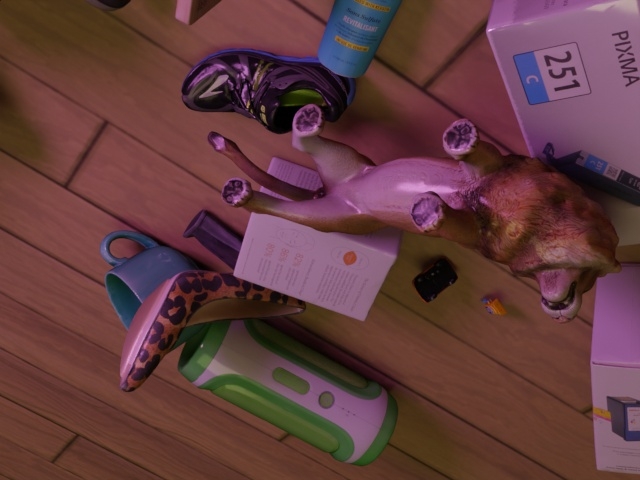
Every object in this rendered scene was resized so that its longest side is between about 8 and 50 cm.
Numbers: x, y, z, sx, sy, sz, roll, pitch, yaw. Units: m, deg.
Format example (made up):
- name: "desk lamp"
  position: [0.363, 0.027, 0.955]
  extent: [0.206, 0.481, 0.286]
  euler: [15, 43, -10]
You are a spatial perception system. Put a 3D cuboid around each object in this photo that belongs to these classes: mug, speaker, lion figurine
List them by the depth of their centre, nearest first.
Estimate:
- name: "lion figurine"
  position: [0.094, -0.041, 0.948]
  extent: [0.392, 0.142, 0.240]
  euler: [18, 178, 34]
- name: "mug"
  position: [-0.206, 0.061, 1.214]
  extent: [0.129, 0.097, 0.157]
  euler: [27, 140, 44]
- name: "speaker"
  position: [-0.043, 0.200, 1.300]
  extent: [0.296, 0.131, 0.131]
  euler: [30, 135, -14]

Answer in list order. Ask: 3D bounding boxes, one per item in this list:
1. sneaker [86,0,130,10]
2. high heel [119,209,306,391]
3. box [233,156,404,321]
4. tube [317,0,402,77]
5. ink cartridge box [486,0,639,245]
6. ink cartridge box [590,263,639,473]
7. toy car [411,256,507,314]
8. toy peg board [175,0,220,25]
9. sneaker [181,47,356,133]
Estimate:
- name: "sneaker"
  position: [-0.201, -0.315, 0.850]
  extent: [0.118, 0.083, 0.222]
  euler: [-7, 131, 23]
- name: "high heel"
  position: [-0.120, 0.106, 1.129]
  extent: [0.186, 0.261, 0.093]
  euler: [37, 143, -17]
- name: "box"
  position: [0.000, 0.000, 1.105]
  extent: [0.170, 0.091, 0.130]
  euler: [20, 137, -2]
- name: "tube"
  position: [0.055, -0.248, 0.870]
  extent: [0.080, 0.052, 0.207]
  euler: [15, 132, -12]
- name: "ink cartridge box"
  position: [0.327, -0.126, 0.893]
  extent: [0.261, 0.066, 0.296]
  euler: [-9, 132, 27]
- name: "ink cartridge box"
  position: [0.368, 0.152, 1.099]
  extent: [0.093, 0.154, 0.212]
  euler: [2, 136, 18]
- name: "toy car"
  position: [0.164, 0.072, 1.157]
  extent: [0.122, 0.060, 0.040]
  euler: [38, 165, -13]
- name: "toy peg board"
  position: [-0.090, -0.296, 0.791]
  extent: [0.079, 0.160, 0.161]
  euler: [29, 138, 10]
- name: "sneaker"
  position: [-0.059, -0.153, 0.975]
  extent: [0.188, 0.078, 0.067]
  euler: [4, 135, 13]
